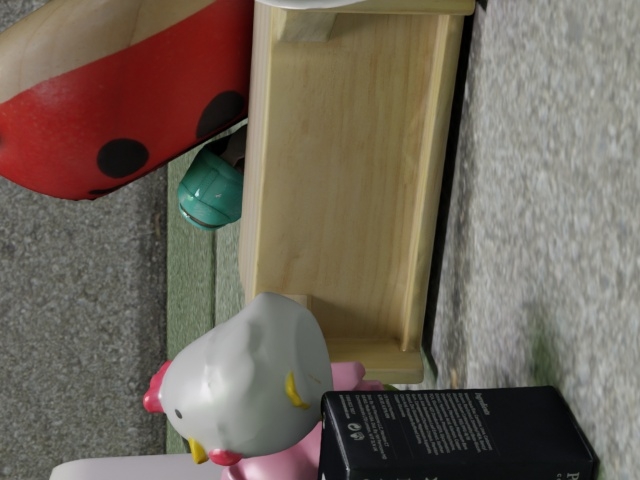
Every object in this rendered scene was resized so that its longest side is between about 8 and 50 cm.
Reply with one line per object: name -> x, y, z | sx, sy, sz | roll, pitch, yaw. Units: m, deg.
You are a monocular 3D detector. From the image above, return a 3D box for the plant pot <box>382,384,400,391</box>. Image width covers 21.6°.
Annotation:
plant pot -> 0.045, 0.169, 1.477 | 0.083, 0.083, 0.079 | -104, 31, -48

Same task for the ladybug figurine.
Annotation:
ladybug figurine -> -0.138, -0.163, 1.508 | 0.305, 0.449, 0.162 | -26, 95, 55

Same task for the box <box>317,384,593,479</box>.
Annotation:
box -> 0.079, 0.183, 1.078 | 0.093, 0.158, 0.156 | -112, 23, -62

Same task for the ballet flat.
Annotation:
ballet flat -> -0.047, -0.084, 1.599 | 0.087, 0.083, 0.247 | -57, -10, 31

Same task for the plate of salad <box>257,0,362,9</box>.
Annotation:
plate of salad -> 0.029, -0.230, 1.194 | 0.200, 0.200, 0.048 | -108, -3, -54

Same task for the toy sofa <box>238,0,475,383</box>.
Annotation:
toy sofa -> 0.020, -0.073, 1.365 | 0.177, 0.150, 0.362 | -102, 15, -60

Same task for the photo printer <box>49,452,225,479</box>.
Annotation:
photo printer -> -0.198, 0.390, 2.098 | 0.107, 0.307, 0.256 | 110, 157, -61

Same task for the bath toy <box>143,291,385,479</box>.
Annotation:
bath toy -> -0.010, 0.162, 1.207 | 0.348, 0.129, 0.151 | 50, -148, -52
